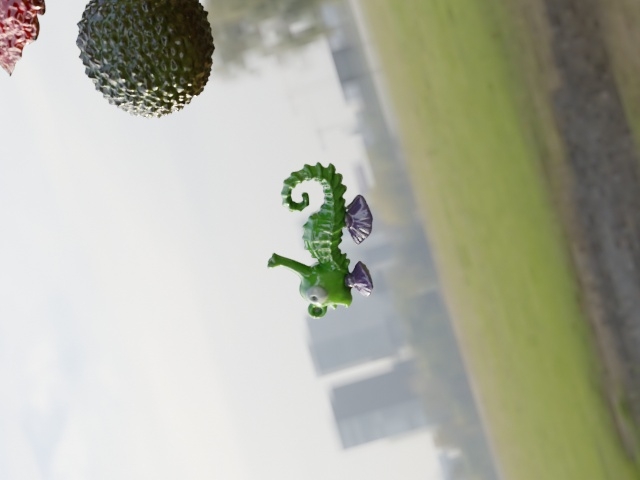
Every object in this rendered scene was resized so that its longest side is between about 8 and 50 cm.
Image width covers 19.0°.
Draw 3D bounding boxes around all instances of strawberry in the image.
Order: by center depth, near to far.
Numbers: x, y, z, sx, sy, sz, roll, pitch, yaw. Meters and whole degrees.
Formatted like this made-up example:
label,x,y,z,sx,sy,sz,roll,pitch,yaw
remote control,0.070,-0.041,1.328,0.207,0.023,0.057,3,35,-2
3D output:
label,x,y,z,sx,sy,sz,roll,pitch,yaw
strawberry,-0.259,-0.233,1.633,0.146,0.082,0.187,-105,32,-72

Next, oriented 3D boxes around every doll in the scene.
label,x,y,z,sx,sy,sz,roll,pitch,yaw
doll,0.000,0.000,2.041,0.050,0.115,0.190,-118,24,-58

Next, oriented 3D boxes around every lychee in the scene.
label,x,y,z,sx,sy,sz,roll,pitch,yaw
lychee,-0.193,-0.212,2.123,0.171,0.171,0.171,-16,-90,-87
